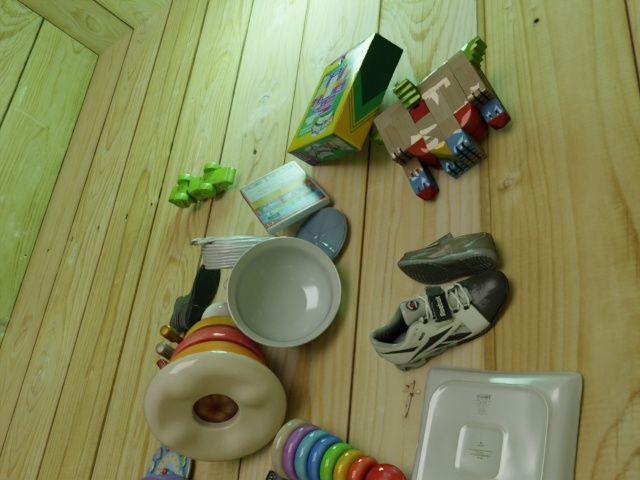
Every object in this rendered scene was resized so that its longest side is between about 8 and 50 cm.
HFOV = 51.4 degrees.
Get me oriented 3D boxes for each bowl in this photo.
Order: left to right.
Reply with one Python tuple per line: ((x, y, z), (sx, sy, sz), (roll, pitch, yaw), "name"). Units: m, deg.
((-0.097, 0.150, 1.758), (0.134, 0.297, 0.298), (100, -176, -69), "bowl")

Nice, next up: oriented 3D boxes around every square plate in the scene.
((0.314, 0.410, 1.280), (0.347, 0.049, 0.344), (-7, 61, 43), "square plate")

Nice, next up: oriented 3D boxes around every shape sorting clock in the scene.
((-0.440, 0.662, 1.901), (0.206, 0.040, 0.206), (-25, 50, 33), "shape sorting clock")

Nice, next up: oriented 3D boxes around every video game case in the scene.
((-0.114, -0.136, 2.011), (0.204, 0.025, 0.285), (-28, 36, -8), "video game case")

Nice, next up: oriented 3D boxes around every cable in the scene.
((-0.212, 0.032, 1.911), (0.257, 0.257, 0.089), (-1, 92, 28), "cable")

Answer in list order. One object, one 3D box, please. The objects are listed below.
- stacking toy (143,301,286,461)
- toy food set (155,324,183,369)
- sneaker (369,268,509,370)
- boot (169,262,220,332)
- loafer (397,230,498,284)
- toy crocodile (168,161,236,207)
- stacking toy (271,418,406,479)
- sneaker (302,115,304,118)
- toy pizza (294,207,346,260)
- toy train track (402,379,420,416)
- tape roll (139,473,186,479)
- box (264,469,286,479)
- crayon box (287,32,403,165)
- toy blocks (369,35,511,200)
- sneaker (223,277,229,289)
((-0.274, 0.315, 1.806), (0.350, 0.350, 0.480), (-42, 26, 18), "stacking toy")
((-0.428, 0.376, 2.058), (0.111, 0.104, 0.232), (-47, 57, -8), "toy food set")
((0.250, 0.163, 1.434), (0.330, 0.146, 0.122), (-40, 41, 19), "sneaker")
((-0.423, 0.183, 2.168), (0.161, 0.083, 0.247), (-11, 57, 48), "boot")
((0.294, 0.036, 1.523), (0.251, 0.094, 0.087), (-10, 47, 37), "loafer")
((-0.431, -0.190, 2.408), (0.340, 0.105, 0.115), (-17, 54, 33), "toy crocodile")
((0.050, 0.492, 1.442), (0.330, 0.141, 0.141), (5, 69, 43), "stacking toy")
((-0.024, -0.391, 2.139), (0.052, 0.058, 0.135), (18, 78, 50), "sneaker")
((0.000, 0.000, 1.882), (0.201, 0.032, 0.201), (-24, 50, 32), "toy pizza")
((0.193, 0.348, 1.471), (0.048, 0.014, 0.083), (-2, 65, 45), "toy train track")
((-0.428, 0.725, 1.778), (0.188, 0.080, 0.189), (-9, 73, 30), "tape roll")
((-0.090, 0.658, 1.539), (0.190, 0.045, 0.184), (14, 74, 50), "box")
((0.063, -0.395, 1.932), (0.313, 0.106, 0.363), (-67, 19, -9), "crayon box")
((0.310, -0.278, 1.657), (0.381, 0.190, 0.261), (-37, 56, 25), "toy blocks")
((-0.179, 0.132, 1.939), (0.252, 0.103, 0.111), (9, 68, 41), "sneaker")
